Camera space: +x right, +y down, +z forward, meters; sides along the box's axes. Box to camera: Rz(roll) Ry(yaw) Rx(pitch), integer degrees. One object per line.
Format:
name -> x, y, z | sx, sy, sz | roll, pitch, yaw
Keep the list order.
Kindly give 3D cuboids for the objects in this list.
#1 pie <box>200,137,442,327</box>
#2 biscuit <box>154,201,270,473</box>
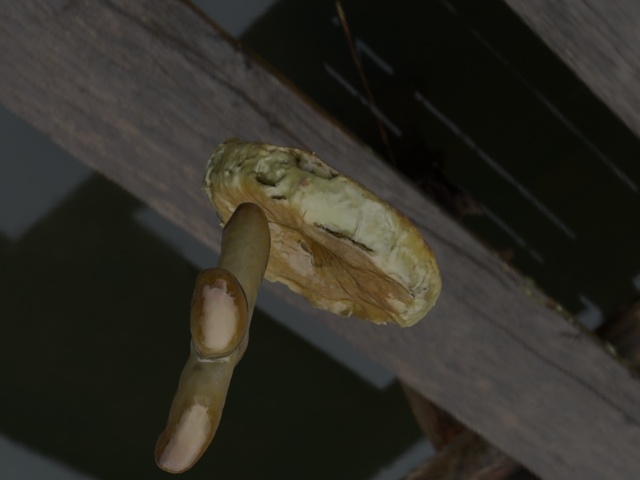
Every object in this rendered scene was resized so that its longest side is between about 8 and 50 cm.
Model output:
pie -> 0.000, 0.000, 1.634 | 0.083, 0.339, 0.339 | -58, 134, -23
biscuit -> -0.080, 0.069, 1.037 | 0.047, 0.208, 0.164 | 13, 109, 0
